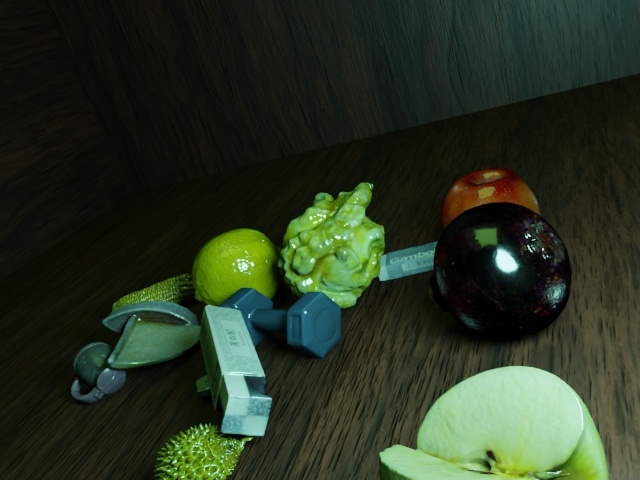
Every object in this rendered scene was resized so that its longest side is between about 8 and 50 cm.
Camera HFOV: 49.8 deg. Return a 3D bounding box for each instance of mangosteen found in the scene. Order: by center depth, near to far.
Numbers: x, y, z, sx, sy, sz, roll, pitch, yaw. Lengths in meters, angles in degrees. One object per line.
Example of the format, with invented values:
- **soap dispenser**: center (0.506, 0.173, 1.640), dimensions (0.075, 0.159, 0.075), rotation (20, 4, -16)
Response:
- **mangosteen**: center (0.360, 0.066, 1.454), dimensions (0.314, 0.296, 0.297), rotation (-12, 20, 38)

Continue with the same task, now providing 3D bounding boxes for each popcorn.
- **popcorn**: center (0.042, 0.026, 1.842), dimensions (0.335, 0.279, 0.274), rotation (-36, 23, -27)

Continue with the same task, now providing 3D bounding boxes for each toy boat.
- **toy boat**: center (-0.454, 0.267, 1.904), dimensions (0.276, 0.111, 0.293), rotation (-2, 27, -21)

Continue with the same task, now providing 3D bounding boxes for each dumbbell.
- **dumbbell**: center (-0.104, 0.201, 1.721), dimensions (0.325, 0.144, 0.160), rotation (1, 32, 41)

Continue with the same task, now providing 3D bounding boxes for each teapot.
- **teapot**: center (-0.590, 0.350, 1.821), dimensions (0.148, 0.116, 0.146), rotation (-27, 32, -32)

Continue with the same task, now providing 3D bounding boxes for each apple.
- **apple**: center (0.237, 0.335, 0.928), dimensions (0.258, 0.233, 0.295), rotation (-14, 17, 41)
- **apple**: center (0.454, -0.071, 1.829), dimensions (0.261, 0.216, 0.260), rotation (-14, 21, 5)

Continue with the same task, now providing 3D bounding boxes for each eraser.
- **eraser**: center (-0.195, 0.272, 1.520), dimensions (0.097, 0.098, 0.404), rotation (8, 18, -20)
- **eraser**: center (0.264, 0.054, 1.914), dimensions (0.213, 0.046, 0.092), rotation (-14, 21, 14)

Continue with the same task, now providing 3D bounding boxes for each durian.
- **durian**: center (-0.223, 0.414, 1.339), dimensions (0.208, 0.102, 0.146), rotation (-17, 27, -18)

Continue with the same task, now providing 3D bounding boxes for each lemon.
- **lemon**: center (-0.236, 0.087, 1.993), dimensions (0.268, 0.267, 0.267), rotation (-17, 20, 6)

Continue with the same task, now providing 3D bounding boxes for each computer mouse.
- **computer mouse**: center (-0.267, 0.348, 1.645), dimensions (0.056, 0.032, 0.110), rotation (-25, 11, -13)

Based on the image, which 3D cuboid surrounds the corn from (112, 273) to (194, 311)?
- **corn**: center (-0.531, 0.184, 2.221), dimensions (0.292, 0.101, 0.101), rotation (-17, 20, 4)
